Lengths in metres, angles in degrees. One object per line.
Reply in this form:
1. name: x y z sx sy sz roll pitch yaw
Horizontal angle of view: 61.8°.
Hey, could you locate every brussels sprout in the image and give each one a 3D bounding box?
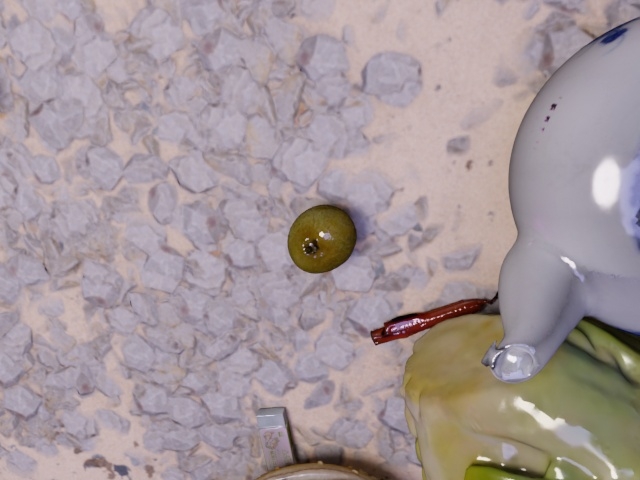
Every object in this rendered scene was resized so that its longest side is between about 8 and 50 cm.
1. brussels sprout: 0.227 0.221 0.496 0.343 0.268 0.345 5 112 12

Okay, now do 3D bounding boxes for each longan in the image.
1. longan: 0.000 0.000 0.545 0.075 0.083 0.075 4 104 15

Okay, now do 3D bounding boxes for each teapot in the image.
1. teapot: 0.281 -0.044 0.384 0.423 0.280 0.252 -37 99 4

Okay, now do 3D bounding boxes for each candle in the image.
1. candle: 0.135 0.083 0.590 0.167 0.021 0.026 -20 106 13

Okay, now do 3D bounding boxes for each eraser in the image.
1. eraser: -0.055 0.250 0.671 0.038 0.019 0.083 -7 108 11

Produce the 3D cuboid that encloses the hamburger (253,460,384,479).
1. hamburger: -0.005 0.406 0.635 0.299 0.176 0.301 2 110 6
